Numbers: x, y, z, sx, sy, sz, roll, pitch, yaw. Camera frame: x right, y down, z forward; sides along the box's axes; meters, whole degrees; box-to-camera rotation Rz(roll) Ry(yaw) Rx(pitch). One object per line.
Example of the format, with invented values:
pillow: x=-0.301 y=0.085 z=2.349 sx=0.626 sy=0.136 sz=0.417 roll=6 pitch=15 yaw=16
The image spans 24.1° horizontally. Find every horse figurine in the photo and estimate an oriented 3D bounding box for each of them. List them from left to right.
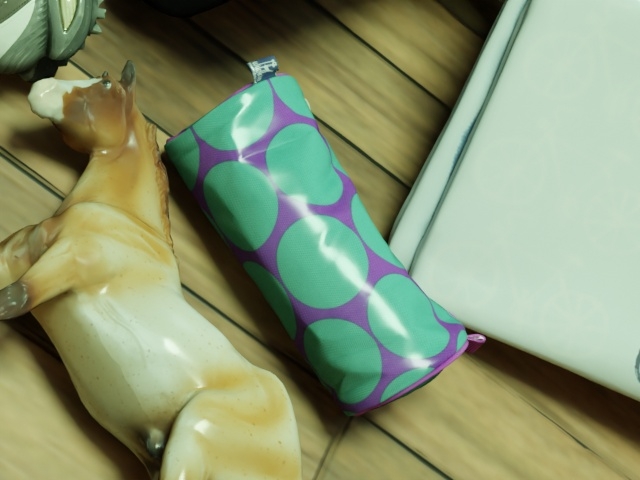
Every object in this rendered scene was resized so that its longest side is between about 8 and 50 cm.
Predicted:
horse figurine: x=-0.072 y=0.052 z=0.549 sx=0.263 sy=0.066 sz=0.174 roll=53 pitch=30 yaw=14

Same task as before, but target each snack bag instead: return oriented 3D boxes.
snack bag: x=0.240 y=-0.069 z=0.683 sx=0.323 sy=0.037 sz=0.343 roll=24 pitch=97 yaw=-7

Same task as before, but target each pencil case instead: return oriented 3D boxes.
pencil case: x=0.000 y=0.000 z=0.639 sx=0.070 sy=0.064 sz=0.152 roll=-30 pitch=83 yaw=-27

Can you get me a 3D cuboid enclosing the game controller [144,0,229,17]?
game controller: x=0.051 y=-0.185 z=0.714 sx=0.319 sy=0.166 sz=0.067 roll=-30 pitch=104 yaw=-41

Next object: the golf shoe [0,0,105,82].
golf shoe: x=-0.149 y=-0.163 z=0.625 sx=0.094 sy=0.077 sz=0.198 roll=3 pitch=62 yaw=-33

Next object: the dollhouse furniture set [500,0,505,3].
dollhouse furniture set: x=0.114 y=-0.091 z=0.808 sx=0.114 sy=0.091 sz=0.081 roll=37 pitch=88 yaw=18
